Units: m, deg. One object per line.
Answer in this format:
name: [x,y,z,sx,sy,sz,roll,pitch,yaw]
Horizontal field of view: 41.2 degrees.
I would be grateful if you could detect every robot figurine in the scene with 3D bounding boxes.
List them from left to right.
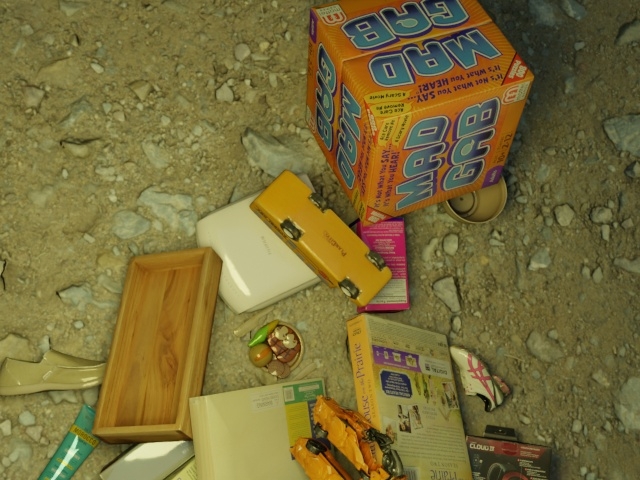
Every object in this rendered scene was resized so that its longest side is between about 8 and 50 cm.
robot figurine: [0.062,0.446,1.701,0.085,0.291,0.211,18,103,-42]

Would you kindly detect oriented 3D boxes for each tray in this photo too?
tray: [-0.334,0.216,1.788,0.202,0.076,0.411,-7,57,19]

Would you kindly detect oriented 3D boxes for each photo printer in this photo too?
photo printer: [-0.122,0.012,1.967,0.307,0.107,0.256,-24,86,-15]

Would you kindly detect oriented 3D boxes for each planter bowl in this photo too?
planter bowl: [0.361,-0.111,2.094,0.162,0.109,0.162,2,79,-12]

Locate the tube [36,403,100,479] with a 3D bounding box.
tube: [-0.536,0.460,1.831,0.080,0.052,0.207,38,68,-13]

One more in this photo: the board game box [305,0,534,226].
board game box: [0.198,-0.315,1.909,0.356,0.356,0.356,-18,59,-15]

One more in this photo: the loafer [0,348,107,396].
loafer: [-0.561,0.277,1.827,0.268,0.102,0.092,-6,87,-13]

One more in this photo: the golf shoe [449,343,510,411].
golf shoe: [0.369,0.328,2.039,0.186,0.067,0.086,45,76,-2]

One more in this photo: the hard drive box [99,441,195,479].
hard drive box: [-0.344,0.449,1.803,0.232,0.181,0.089,-37,89,-17]

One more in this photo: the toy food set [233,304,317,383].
toy food set: [-0.100,0.251,1.965,0.132,0.038,0.192,-37,90,-16]

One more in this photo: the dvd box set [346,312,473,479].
dvd box set: [0.203,0.387,1.863,0.307,0.062,0.420,17,56,-43]

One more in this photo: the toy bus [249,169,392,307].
toy bus: [0.000,0.000,1.873,0.332,0.130,0.108,45,73,-4]

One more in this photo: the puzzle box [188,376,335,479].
puzzle box: [-0.106,0.441,1.791,0.409,0.052,0.272,5,74,-55]

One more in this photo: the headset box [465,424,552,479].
headset box: [0.409,0.581,1.980,0.218,0.110,0.293,10,78,-11]

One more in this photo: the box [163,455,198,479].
box: [-0.303,0.547,1.725,0.117,0.213,0.243,54,35,1]

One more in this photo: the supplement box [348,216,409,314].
supplement box: [0.136,0.061,2.013,0.113,0.111,0.220,1,81,-13]
